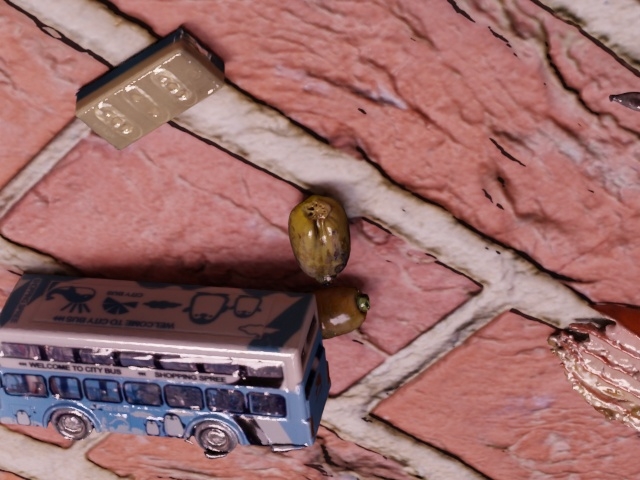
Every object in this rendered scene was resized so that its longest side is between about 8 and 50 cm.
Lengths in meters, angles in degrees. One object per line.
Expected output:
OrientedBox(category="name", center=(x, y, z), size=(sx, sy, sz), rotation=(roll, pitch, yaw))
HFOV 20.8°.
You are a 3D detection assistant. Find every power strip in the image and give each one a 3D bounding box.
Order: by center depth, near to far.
OrientedBox(category="power strip", center=(-0.137, -0.122, 1.408), size=(0.123, 0.032, 0.056), rotation=(-28, 131, 27))

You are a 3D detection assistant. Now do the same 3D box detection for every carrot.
OrientedBox(category="carrot", center=(-0.073, 0.080, 1.620), size=(0.254, 0.049, 0.049), rotation=(-10, 136, 18))

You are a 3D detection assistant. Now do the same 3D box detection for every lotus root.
OrientedBox(category="lotus root", center=(0.000, 0.000, 1.524), size=(0.054, 0.049, 0.099), rotation=(-9, 136, -2))

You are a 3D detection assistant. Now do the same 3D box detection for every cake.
OrientedBox(category="cake", center=(0.354, 0.134, 1.645), size=(0.287, 0.135, 0.098), rotation=(26, 140, 2))

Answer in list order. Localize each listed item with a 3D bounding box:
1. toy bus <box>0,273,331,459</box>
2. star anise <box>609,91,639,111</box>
OrientedBox(category="toy bus", center=(-0.145, 0.111, 1.575), size=(0.297, 0.106, 0.131), rotation=(4, 126, 11))
OrientedBox(category="star anise", center=(0.355, -0.065, 1.402), size=(0.212, 0.129, 0.283), rotation=(-24, 138, 2))
